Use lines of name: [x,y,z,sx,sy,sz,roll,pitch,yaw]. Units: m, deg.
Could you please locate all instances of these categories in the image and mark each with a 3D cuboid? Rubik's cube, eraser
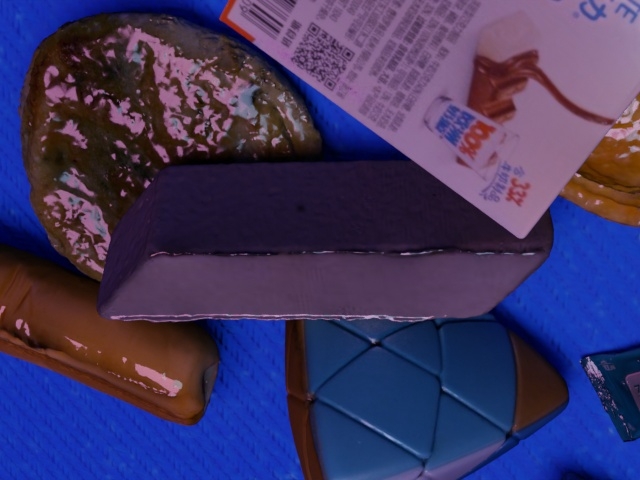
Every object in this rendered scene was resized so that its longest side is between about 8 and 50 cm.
Rubik's cube: [0.080,0.137,1.216,0.254,0.254,0.254,10,120,18]
eraser: [0.000,0.001,1.187,0.352,0.111,0.077,-1,131,3]

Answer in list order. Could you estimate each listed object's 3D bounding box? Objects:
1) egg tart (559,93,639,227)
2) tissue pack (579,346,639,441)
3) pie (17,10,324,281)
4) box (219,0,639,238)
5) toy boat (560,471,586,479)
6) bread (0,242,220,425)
egg tart: [0.241,-0.135,1.053,0.319,0.128,0.319,9,120,16]
tissue pack: [0.285,0.114,1.228,0.138,0.028,0.085,-20,104,35]
pie: [-0.133,-0.064,1.281,0.277,0.078,0.277,11,122,18]
box: [0.100,-0.173,0.986,0.265,0.048,0.273,37,127,3]
toy boat: [0.257,0.299,1.296,0.109,0.098,0.238,-32,100,30]
bread: [-0.229,0.074,1.377,0.305,0.142,0.091,21,79,11]
